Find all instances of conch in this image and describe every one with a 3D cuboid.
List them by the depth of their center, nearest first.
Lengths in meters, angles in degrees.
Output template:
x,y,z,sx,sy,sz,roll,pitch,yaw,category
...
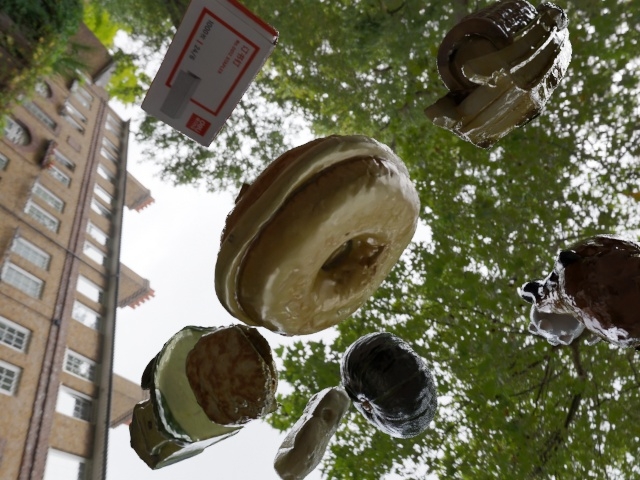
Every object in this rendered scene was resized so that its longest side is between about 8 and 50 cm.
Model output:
x,y,z,sx,sy,sz,roll,pitch,yaw,category
0.232,0.037,0.349,0.233,0.080,0.086,-150,-103,-75,conch

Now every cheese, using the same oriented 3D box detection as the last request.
x,y,z,sx,sy,sz,roll,pitch,yaw,category
-0.021,0.499,1.090,0.093,0.159,0.263,39,-128,5,cheese

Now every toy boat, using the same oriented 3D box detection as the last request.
x,y,z,sx,sy,sz,roll,pitch,yaw,category
0.201,-0.200,0.462,0.310,0.115,0.089,-46,-178,-38,toy boat

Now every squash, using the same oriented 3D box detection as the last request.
x,y,z,sx,sy,sz,roll,pitch,yaw,category
0.162,0.341,1.010,0.165,0.252,0.252,-31,-142,-27,squash

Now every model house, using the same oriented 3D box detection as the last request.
x,y,z,sx,sy,sz,roll,pitch,yaw,category
-0.312,0.380,1.027,0.266,0.321,0.261,-43,-118,30,model house

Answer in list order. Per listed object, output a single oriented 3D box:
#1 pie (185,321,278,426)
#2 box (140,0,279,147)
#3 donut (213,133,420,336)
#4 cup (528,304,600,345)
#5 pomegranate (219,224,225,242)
x,y,z,sx,sy,sz,roll,pitch,yaw,category
-0.176,0.272,0.864,0.179,0.084,0.205,-41,-111,13,pie
-0.166,-0.252,0.624,0.229,0.123,0.050,-40,-148,37,box
0.000,0.000,0.827,0.449,0.449,0.198,-41,-125,-4,donut
0.654,0.207,1.128,0.174,0.134,0.141,26,-105,23,cup
-0.257,-0.002,1.643,0.265,0.264,0.264,-18,-134,20,pomegranate
